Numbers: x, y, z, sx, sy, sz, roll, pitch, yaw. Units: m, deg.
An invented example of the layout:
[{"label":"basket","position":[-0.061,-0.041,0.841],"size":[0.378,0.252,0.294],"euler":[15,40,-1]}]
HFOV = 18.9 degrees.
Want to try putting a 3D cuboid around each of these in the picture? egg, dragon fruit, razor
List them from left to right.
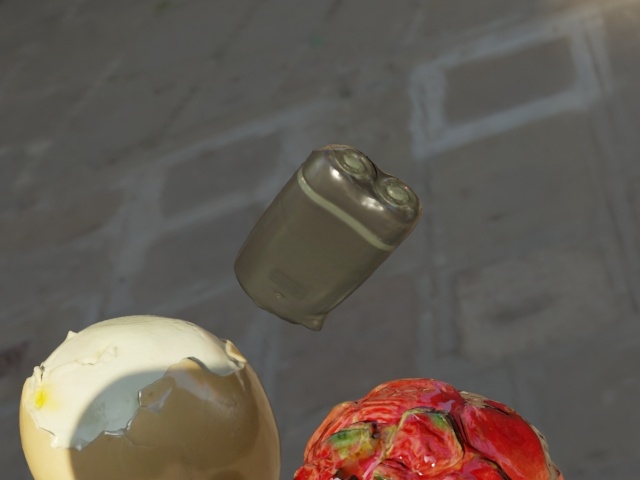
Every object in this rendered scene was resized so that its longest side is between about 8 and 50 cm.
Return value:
[{"label":"egg","position":[-0.133,0.173,1.597],"size":[0.201,0.244,0.201],"euler":[-22,32,15]},{"label":"razor","position":[0.000,0.000,1.358],"size":[0.148,0.090,0.054],"euler":[-49,9,41]},{"label":"dragon fruit","position":[0.090,0.202,1.360],"size":[0.192,0.274,0.193],"euler":[-10,62,32]}]
